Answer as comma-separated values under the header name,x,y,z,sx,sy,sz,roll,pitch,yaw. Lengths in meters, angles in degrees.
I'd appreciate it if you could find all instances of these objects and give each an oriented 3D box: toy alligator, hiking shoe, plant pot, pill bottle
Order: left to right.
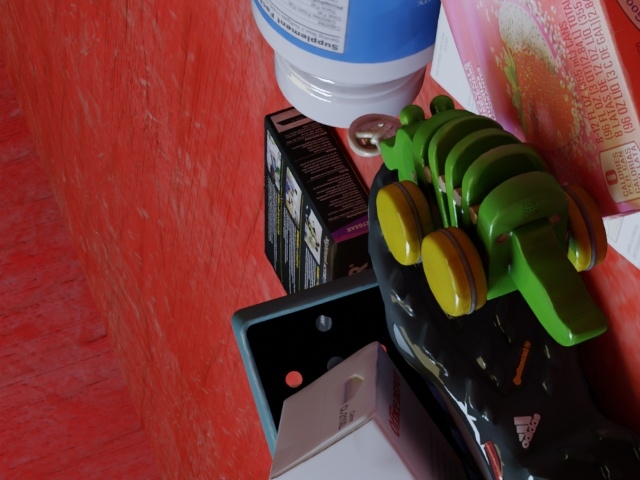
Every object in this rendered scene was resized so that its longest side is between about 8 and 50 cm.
name,x,y,z,sx,sy,sz,roll,pitch,yaw
pill bottle,0.023,-0.164,1.027,0.221,0.124,0.124,94,154,-57
plant pot,0.030,0.099,1.247,0.234,0.165,0.165,-165,59,-79
toy alligator,0.046,-0.025,0.644,0.190,0.056,0.051,-130,26,-57
hiking shoe,0.101,0.088,1.061,0.132,0.113,0.304,107,142,-64

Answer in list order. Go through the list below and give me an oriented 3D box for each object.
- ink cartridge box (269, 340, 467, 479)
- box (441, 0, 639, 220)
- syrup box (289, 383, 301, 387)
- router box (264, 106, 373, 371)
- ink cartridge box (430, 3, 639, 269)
name,x,y,z,sx,sy,sz,roll,pitch,yaw
ink cartridge box,0.050,0.161,1.063,0.175,0.072,0.127,55,-169,-11
box,0.109,-0.166,0.657,0.142,0.154,0.300,162,89,-75
syrup box,0.027,0.196,1.385,0.237,0.093,0.096,-104,5,-63
router box,0.000,0.000,1.452,0.179,0.046,0.133,92,154,-54
ink cartridge box,0.132,-0.084,0.929,0.179,0.045,0.145,44,153,24
